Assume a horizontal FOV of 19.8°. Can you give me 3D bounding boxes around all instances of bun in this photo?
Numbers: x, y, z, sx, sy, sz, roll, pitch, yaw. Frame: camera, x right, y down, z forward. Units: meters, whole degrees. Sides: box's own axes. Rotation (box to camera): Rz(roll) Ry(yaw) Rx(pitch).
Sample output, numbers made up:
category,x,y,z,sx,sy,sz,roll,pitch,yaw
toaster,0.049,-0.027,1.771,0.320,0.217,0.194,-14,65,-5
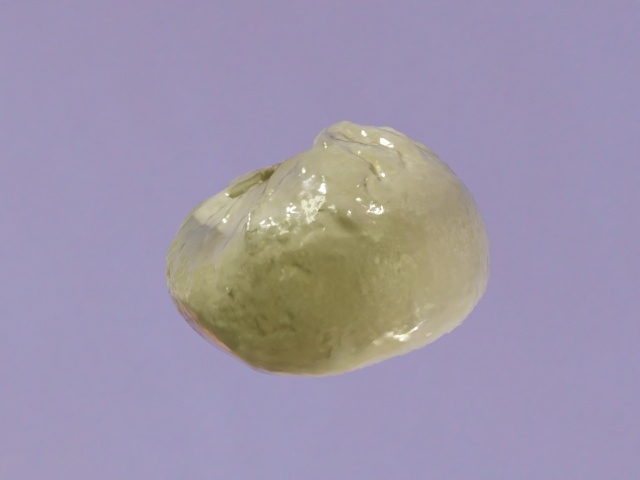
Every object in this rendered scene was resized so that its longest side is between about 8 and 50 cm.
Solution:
category,x,y,z,sx,sy,sz,roll,pitch,yaw
bun,0.000,0.000,0.942,0.188,0.164,0.111,-144,-147,-73
